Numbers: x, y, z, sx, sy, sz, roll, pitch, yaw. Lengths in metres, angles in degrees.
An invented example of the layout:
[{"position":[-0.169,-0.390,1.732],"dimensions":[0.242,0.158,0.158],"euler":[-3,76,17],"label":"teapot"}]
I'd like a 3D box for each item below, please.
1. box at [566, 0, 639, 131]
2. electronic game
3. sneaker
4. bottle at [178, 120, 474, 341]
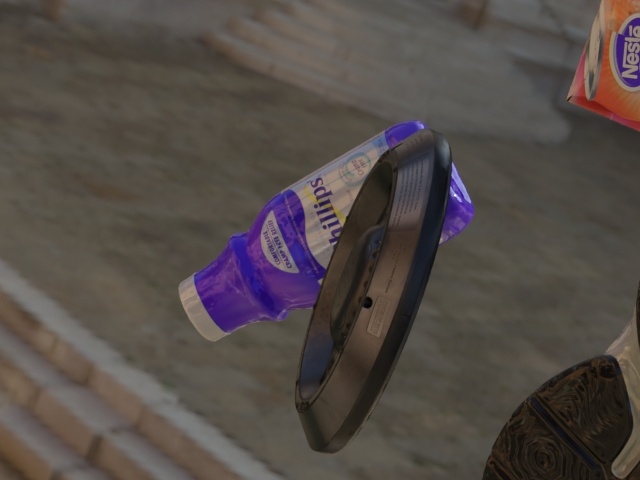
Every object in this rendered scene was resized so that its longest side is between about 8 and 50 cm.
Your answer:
[{"position":[0.301,-0.163,1.258],"dimensions":[0.154,0.142,0.300],"euler":[25,26,18],"label":"box"},{"position":[0.037,0.034,1.212],"dimensions":[0.048,0.229,0.229],"euler":[19,14,-8],"label":"electronic game"},{"position":[0.314,0.107,1.415],"dimensions":[0.257,0.447,0.169],"euler":[-14,52,-48],"label":"sneaker"},{"position":[0.000,0.000,1.688],"dimensions":[0.092,0.283,0.118],"euler":[32,32,-61],"label":"bottle"}]
